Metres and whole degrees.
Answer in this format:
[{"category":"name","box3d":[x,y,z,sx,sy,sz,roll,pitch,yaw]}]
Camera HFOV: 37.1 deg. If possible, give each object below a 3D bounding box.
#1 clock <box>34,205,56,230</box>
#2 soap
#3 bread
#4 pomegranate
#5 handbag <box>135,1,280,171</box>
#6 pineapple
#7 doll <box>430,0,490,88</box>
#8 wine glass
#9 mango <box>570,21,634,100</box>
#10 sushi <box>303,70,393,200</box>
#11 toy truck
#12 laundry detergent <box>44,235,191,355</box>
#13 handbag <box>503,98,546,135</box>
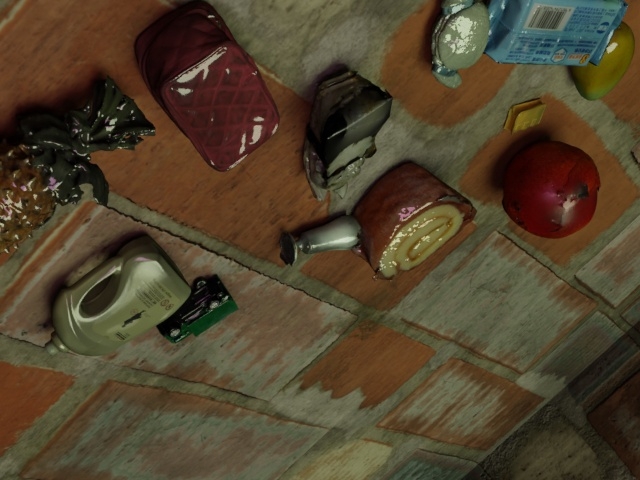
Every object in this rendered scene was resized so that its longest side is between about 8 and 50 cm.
[{"category":"clock","box3d":[-0.436,-0.047,1.420,0.085,0.017,0.085,-24,145,-19]},{"category":"soap","box3d":[0.410,-0.391,1.706,0.293,0.077,0.156,-3,136,-32]},{"category":"bread","box3d":[0.167,-0.037,1.886,0.244,0.123,0.190,-42,144,7]},{"category":"pomegranate","box3d":[0.492,-0.112,2.026,0.235,0.210,0.210,-41,159,-49]},{"category":"handbag","box3d":[-0.160,-0.219,1.363,0.146,0.135,0.225,-35,142,-2]},{"category":"pineapple","box3d":[-0.372,-0.096,1.303,0.310,0.170,0.141,-36,175,-10]},{"category":"doll","box3d":[0.236,-0.348,1.617,0.104,0.071,0.214,-17,137,-28]},{"category":"wine glass","box3d":[0.000,0.000,1.827,0.155,0.072,0.072,-15,141,-28]},{"category":"mango","box3d":[0.553,-0.355,1.881,0.130,0.092,0.194,-23,146,-20]},{"category":"sushi","box3d":[0.027,-0.177,1.628,0.134,0.109,0.273,-31,161,-17]},{"category":"toy truck","box3d":[-0.236,0.130,1.773,0.147,0.065,0.079,-33,150,-9]},{"category":"laundry detergent","box3d":[-0.357,0.110,1.614,0.253,0.091,0.181,-35,145,-3]},{"category":"handbag","box3d":[0.418,-0.252,1.940,0.083,0.027,0.061,-19,141,-27]}]
